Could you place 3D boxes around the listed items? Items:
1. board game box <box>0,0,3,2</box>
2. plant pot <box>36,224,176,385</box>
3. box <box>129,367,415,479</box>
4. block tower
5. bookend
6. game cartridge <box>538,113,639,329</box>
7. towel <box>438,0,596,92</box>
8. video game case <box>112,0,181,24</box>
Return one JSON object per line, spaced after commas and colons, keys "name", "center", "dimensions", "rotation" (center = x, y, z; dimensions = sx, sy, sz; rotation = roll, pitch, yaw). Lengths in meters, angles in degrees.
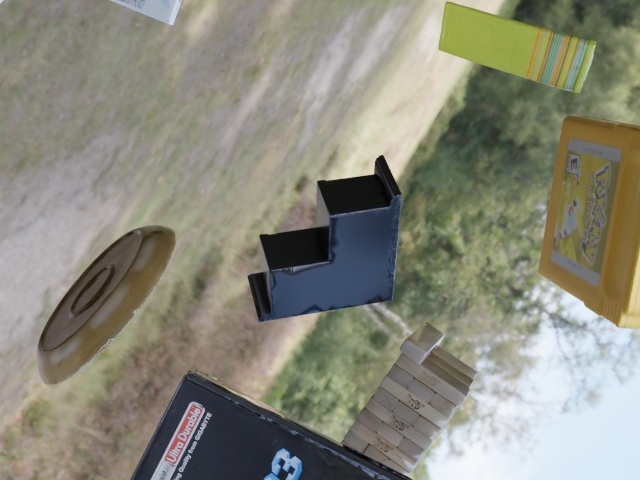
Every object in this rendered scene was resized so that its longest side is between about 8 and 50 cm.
{"name": "board game box", "center": [-0.536, -0.559, 1.539], "dimensions": [0.275, 0.142, 0.144], "rotation": [-47, 149, -14]}
{"name": "plant pot", "center": [-0.264, 0.067, 1.073], "dimensions": [0.236, 0.032, 0.236], "rotation": [-39, -157, 20]}
{"name": "box", "center": [-0.061, 0.314, 0.833], "dimensions": [0.296, 0.293, 0.073], "rotation": [-62, -178, -6]}
{"name": "block tower", "center": [0.068, 0.266, 1.089], "dimensions": [0.336, 0.097, 0.091], "rotation": [-61, 167, 18]}
{"name": "bookend", "center": [0.000, 0.000, 0.974], "dimensions": [0.072, 0.157, 0.156], "rotation": [-110, -166, -46]}
{"name": "game cartridge", "center": [0.433, -0.041, 1.382], "dimensions": [0.324, 0.052, 0.286], "rotation": [-117, -147, -77]}
{"name": "towel", "center": [0.301, -0.303, 1.391], "dimensions": [0.102, 0.237, 0.021], "rotation": [92, 21, -55]}
{"name": "video game case", "center": [-0.298, -0.467, 1.552], "dimensions": [0.143, 0.157, 0.019], "rotation": [-68, 162, 10]}
